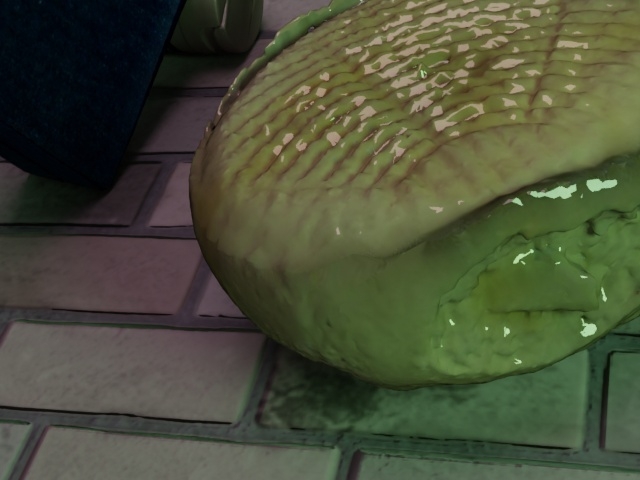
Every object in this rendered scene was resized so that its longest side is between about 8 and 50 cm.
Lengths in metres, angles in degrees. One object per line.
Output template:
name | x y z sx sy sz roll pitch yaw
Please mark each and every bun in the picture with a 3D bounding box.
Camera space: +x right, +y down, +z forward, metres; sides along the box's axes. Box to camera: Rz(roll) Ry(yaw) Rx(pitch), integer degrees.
bun | 0.099 -0.039 0.752 0.364 0.202 0.364 -14 39 11

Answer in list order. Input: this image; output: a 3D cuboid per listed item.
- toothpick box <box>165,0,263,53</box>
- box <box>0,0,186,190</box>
toothpick box | -0.159 -0.249 1.119 0.181 0.111 0.111 5 45 22
box | -0.238 -0.221 0.928 0.116 0.261 0.279 14 77 28
